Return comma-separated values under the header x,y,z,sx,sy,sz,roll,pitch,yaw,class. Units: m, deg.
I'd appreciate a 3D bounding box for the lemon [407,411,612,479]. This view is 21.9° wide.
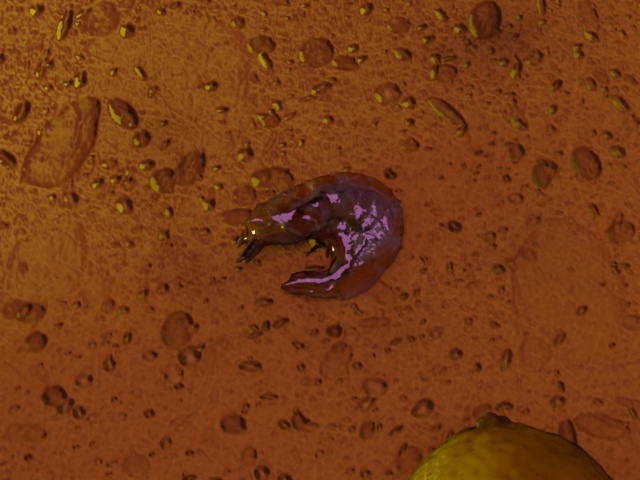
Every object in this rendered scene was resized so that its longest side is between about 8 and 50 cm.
x,y,z,sx,sy,sz,roll,pitch,yaw,class
0.178,0.309,1.557,0.267,0.267,0.267,0,75,0,lemon

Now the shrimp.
x,y,z,sx,sy,sz,roll,pitch,yaw,class
0.000,-0.002,1.739,0.187,0.051,0.132,-16,75,-7,shrimp
